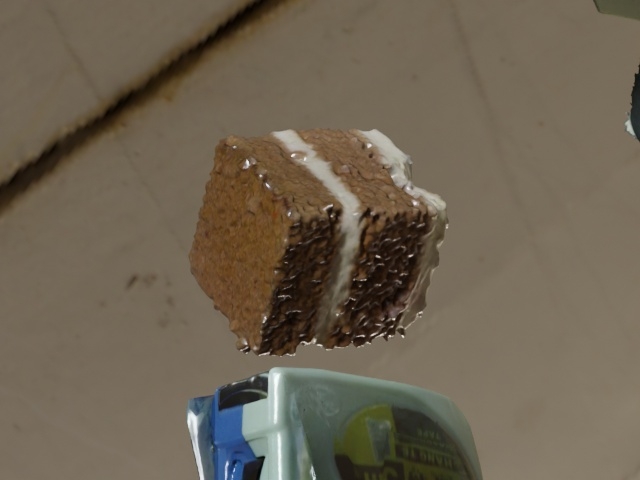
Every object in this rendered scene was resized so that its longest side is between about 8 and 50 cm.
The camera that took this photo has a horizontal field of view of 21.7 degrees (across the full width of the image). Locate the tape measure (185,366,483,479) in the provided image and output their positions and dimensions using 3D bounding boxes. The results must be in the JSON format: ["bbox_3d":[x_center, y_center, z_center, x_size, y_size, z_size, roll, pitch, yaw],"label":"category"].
[{"bbox_3d":[0.028,0.246,1.518,0.259,0.138,0.262,12,-120,-36],"label":"tape measure"}]

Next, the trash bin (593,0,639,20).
[{"bbox_3d":[0.167,-0.165,0.904,0.043,0.061,0.092,-53,-45,-17],"label":"trash bin"}]

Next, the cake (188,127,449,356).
[{"bbox_3d":[0.000,0.000,1.220,0.147,0.135,0.135,0,-59,-32],"label":"cake"}]

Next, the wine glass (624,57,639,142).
[{"bbox_3d":[0.309,-0.061,1.064,0.241,0.126,0.126,19,-80,-37],"label":"wine glass"}]
